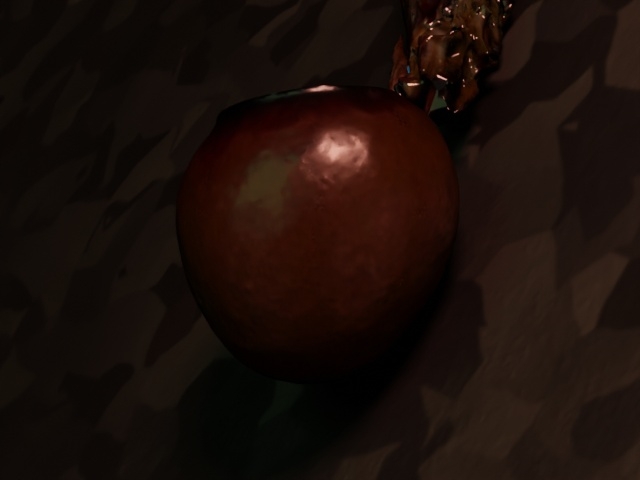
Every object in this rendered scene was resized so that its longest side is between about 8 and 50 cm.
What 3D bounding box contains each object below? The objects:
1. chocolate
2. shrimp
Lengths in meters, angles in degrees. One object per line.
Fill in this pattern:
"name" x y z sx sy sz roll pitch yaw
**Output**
"chocolate" 0.000 0.000 1.057 0.177 0.177 0.176 -36 34 29
"shrimp" 0.128 -0.194 1.153 0.222 0.054 0.290 -26 36 40
